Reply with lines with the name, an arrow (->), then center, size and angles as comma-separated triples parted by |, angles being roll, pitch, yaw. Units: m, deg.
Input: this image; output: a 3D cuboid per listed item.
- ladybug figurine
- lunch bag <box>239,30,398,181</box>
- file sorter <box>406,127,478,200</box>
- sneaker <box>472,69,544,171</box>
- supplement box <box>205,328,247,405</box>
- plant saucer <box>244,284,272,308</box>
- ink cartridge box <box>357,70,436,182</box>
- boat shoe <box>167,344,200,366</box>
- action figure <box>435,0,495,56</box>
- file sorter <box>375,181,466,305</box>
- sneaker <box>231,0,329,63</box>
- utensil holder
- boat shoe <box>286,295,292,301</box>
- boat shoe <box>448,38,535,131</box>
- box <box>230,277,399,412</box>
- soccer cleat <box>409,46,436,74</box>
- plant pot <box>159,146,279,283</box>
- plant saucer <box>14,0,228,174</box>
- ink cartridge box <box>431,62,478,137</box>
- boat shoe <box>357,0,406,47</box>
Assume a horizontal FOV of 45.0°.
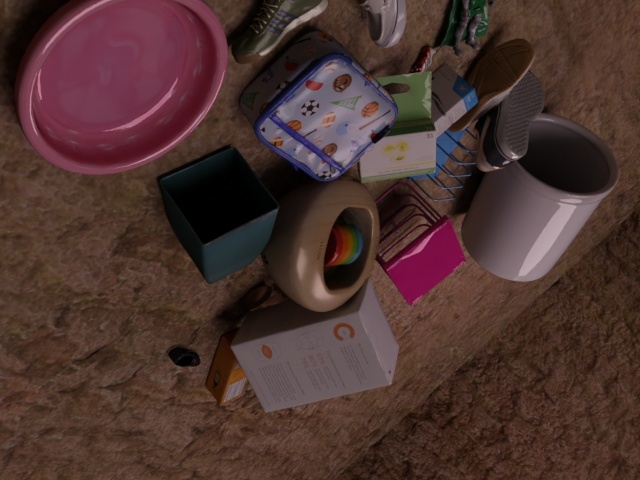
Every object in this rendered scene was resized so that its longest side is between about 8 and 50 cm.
ladybug figurine -> 0.000, 0.000, 1.724 | 0.449, 0.162, 0.305 | 7, 95, -66
lunch bag -> 0.001, -0.241, 1.482 | 0.243, 0.115, 0.303 | -43, 145, 11
file sorter -> 0.327, -0.197, 1.972 | 0.118, 0.104, 0.170 | -8, 138, -46
sneaker -> 0.456, -0.299, 1.910 | 0.127, 0.126, 0.321 | -34, -159, 49
supplement box -> -0.240, 0.342, 2.076 | 0.080, 0.078, 0.233 | -19, 146, -40
plant saucer -> -0.159, 0.139, 1.950 | 0.083, 0.015, 0.083 | -30, 151, -19
ink cartridge box -> 0.159, -0.237, 1.644 | 0.171, 0.056, 0.235 | -8, 136, 0
boat shoe -> -0.337, 0.300, 1.936 | 0.049, 0.042, 0.133 | -43, 153, 0
action figure -> 0.314, -0.492, 1.589 | 0.137, 0.063, 0.232 | -28, 147, -20
file sorter -> 0.235, 0.006, 2.065 | 0.202, 0.182, 0.290 | -39, 151, 0
sneaker -> -0.078, -0.379, 1.274 | 0.192, 0.064, 0.086 | -37, 144, -8
utensil holder -> 0.606, -0.113, 2.205 | 0.328, 0.327, 0.385 | -22, 148, -31
boat shoe -> -0.037, 0.179, 2.090 | 0.070, 0.078, 0.219 | -48, 153, 10
boat shoe -> 0.402, -0.371, 1.832 | 0.277, 0.098, 0.096 | -43, 167, 34
box -> -0.010, 0.261, 1.908 | 0.345, 0.215, 0.168 | -17, -159, 20
soccer cleat -> 0.222, -0.379, 1.667 | 0.036, 0.029, 0.083 | -7, 133, -40
plant pot -> -0.199, -0.026, 1.521 | 0.165, 0.165, 0.234 | -28, 156, -22
plant saucer -> -0.300, -0.249, 1.158 | 0.332, 0.084, 0.332 | -29, 149, -20
ink cartridge box -> 0.250, -0.297, 1.735 | 0.180, 0.104, 0.060 | -41, 152, 0
boat shoe -> 0.096, -0.448, 1.348 | 0.088, 0.096, 0.267 | -25, 147, -19
